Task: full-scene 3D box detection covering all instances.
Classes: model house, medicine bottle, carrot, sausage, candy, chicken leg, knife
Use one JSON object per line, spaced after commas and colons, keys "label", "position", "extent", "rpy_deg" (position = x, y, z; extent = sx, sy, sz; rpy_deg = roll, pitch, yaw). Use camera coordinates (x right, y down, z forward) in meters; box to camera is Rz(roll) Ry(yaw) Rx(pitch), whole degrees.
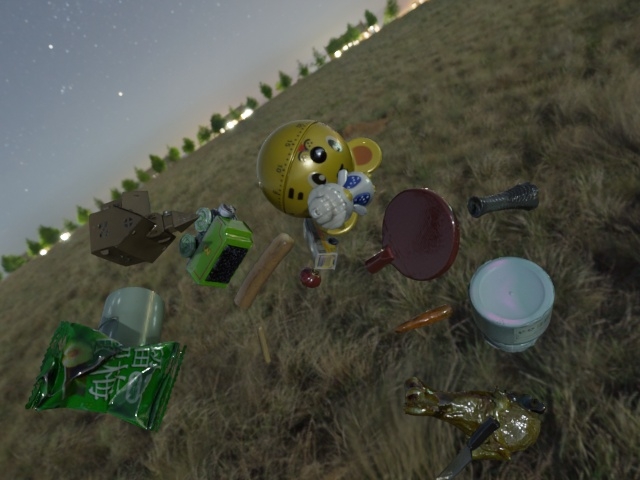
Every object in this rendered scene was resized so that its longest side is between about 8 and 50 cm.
{"label": "model house", "position": [-0.430, -0.050, 1.167], "extent": [0.248, 0.176, 0.181], "rpy_deg": [-14, -17, 3]}
{"label": "medicine bottle", "position": [0.614, 0.223, 1.482], "extent": [0.245, 0.290, 0.244], "rpy_deg": [-10, 55, 15]}
{"label": "carrot", "position": [0.317, 0.246, 1.404], "extent": [0.191, 0.047, 0.047], "rpy_deg": [-24, 18, 3]}
{"label": "sausage", "position": [-0.171, 0.092, 1.355], "extent": [0.301, 0.066, 0.065], "rpy_deg": [-54, 8, 27]}
{"label": "candy", "position": [-0.332, 0.212, 0.728], "extent": [0.078, 0.203, 0.141], "rpy_deg": [-21, 52, 63]}
{"label": "chicken leg", "position": [0.391, 0.479, 1.209], "extent": [0.362, 0.211, 0.140], "rpy_deg": [6, 4, 2]}
{"label": "knife", "position": [0.304, 0.469, 0.976], "extent": [0.230, 0.028, 0.060], "rpy_deg": [-55, -5, 15]}
{"label": "sausage", "position": [-0.193, 0.350, 1.539], "extent": [0.024, 0.132, 0.024], "rpy_deg": [-12, 12, 3]}

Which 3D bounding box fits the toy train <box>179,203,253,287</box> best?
{"label": "toy train", "position": [-0.412, 0.018, 1.791], "extent": [0.249, 0.174, 0.307], "rpy_deg": [45, 108, 37]}

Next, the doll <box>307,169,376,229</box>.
{"label": "doll", "position": [0.063, -0.115, 1.208], "extent": [0.119, 0.138, 0.293], "rpy_deg": [-19, 9, 40]}

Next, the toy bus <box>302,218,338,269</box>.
{"label": "toy bus", "position": [0.000, 0.000, 1.718], "extent": [0.106, 0.092, 0.268], "rpy_deg": [-1, 37, -14]}

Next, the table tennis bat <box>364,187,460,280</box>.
{"label": "table tennis bat", "position": [0.255, 0.007, 1.357], "extent": [0.051, 0.267, 0.415], "rpy_deg": [-14, -17, -32]}

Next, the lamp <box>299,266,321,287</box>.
{"label": "lamp", "position": [-0.043, 0.158, 1.936], "extent": [0.090, 0.101, 0.101], "rpy_deg": [-49, 10, 26]}

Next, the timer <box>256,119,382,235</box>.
{"label": "timer", "position": [-0.013, -0.234, 1.570], "extent": [0.376, 0.387, 0.375], "rpy_deg": [21, -90, -77]}

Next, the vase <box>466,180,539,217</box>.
{"label": "vase", "position": [0.627, -0.135, 1.578], "extent": [0.238, 0.115, 0.115], "rpy_deg": [-13, 10, -20]}

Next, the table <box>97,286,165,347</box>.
{"label": "table", "position": [-0.388, 0.215, 0.917], "extent": [0.127, 0.126, 0.219], "rpy_deg": [-29, 40, 16]}
